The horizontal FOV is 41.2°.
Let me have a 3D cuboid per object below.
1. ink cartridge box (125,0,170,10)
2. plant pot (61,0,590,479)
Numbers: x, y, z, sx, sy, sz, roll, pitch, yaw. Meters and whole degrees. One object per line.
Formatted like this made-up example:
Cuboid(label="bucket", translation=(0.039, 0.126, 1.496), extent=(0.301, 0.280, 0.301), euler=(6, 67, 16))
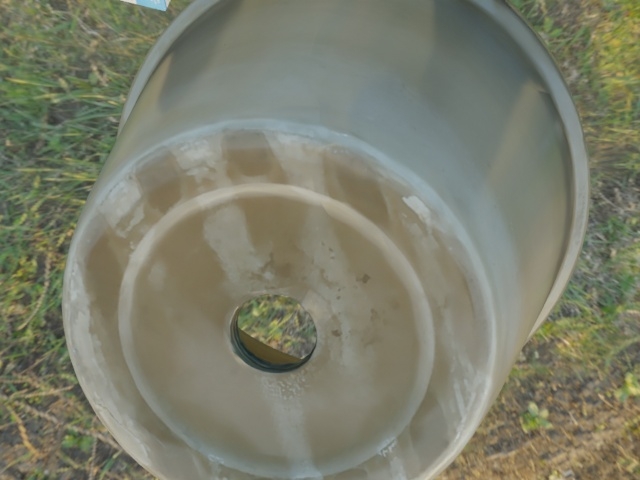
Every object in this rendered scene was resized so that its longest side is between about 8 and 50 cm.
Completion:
Cuboid(label="ink cartridge box", translation=(-0.199, -0.285, 0.772), extent=(0.143, 0.092, 0.090), euler=(14, 63, 5))
Cuboid(label="plant pot", translation=(0.000, 0.000, 0.485), extent=(0.323, 0.280, 0.323), euler=(3, 110, 9))
